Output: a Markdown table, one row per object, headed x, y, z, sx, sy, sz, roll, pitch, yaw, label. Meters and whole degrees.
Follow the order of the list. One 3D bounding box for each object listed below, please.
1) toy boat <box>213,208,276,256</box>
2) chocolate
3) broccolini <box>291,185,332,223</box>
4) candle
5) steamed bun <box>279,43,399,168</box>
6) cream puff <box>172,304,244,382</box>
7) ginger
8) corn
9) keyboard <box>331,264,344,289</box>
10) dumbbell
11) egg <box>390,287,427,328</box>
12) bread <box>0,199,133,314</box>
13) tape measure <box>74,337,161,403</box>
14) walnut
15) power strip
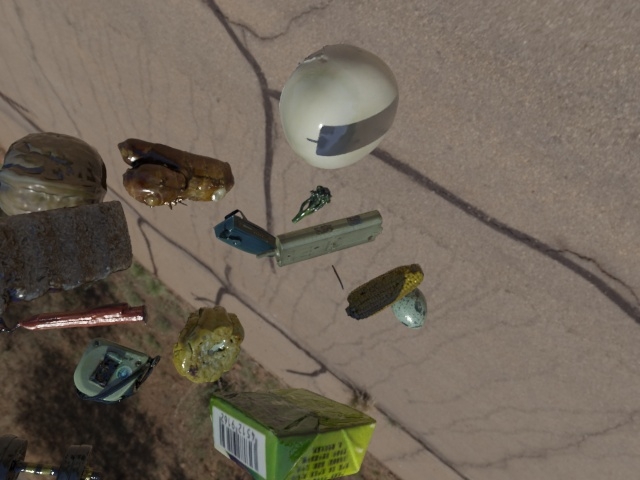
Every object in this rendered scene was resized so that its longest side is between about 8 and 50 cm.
| x | y | z | sx | sy | sz | roll | pitch | yaw | label |
| --- | --- | --- | --- | --- | --- | --- | --- | --- | --- |
| -0.208 | -0.011 | 1.359 | 0.093 | 0.103 | 0.246 | -27 | 143 | 30 | toy boat |
| -0.075 | 0.453 | 1.062 | 0.289 | 0.137 | 0.301 | 11 | 174 | -39 | chocolate |
| -0.036 | -0.134 | 1.803 | 0.091 | 0.202 | 0.068 | 38 | -170 | -20 | broccolini |
| -0.277 | 0.086 | 0.490 | 0.021 | 0.167 | 0.026 | -131 | 37 | -78 | candle |
| 0.059 | -0.322 | 1.139 | 0.206 | 0.324 | 0.324 | 49 | 154 | 23 | steamed bun |
| -0.508 | 0.433 | 1.954 | 0.257 | 0.291 | 0.324 | 31 | 109 | 47 | cream puff |
| -0.491 | -0.204 | 1.577 | 0.176 | 0.418 | 0.254 | -34 | 58 | 40 | ginger |
| 0.181 | 0.147 | 1.303 | 0.262 | 0.097 | 0.097 | -33 | 106 | 16 | corn |
| 0.079 | 0.166 | 2.043 | 0.155 | 0.010 | 0.053 | -116 | 4 | -61 | keyboard |
| -0.938 | 0.762 | 1.495 | 0.388 | 0.185 | 0.185 | 16 | 154 | -14 | dumbbell |
| 0.334 | 0.248 | 1.680 | 0.132 | 0.132 | 0.172 | -47 | 59 | 60 | egg |
| -0.520 | 0.025 | 0.839 | 0.113 | 0.416 | 0.165 | -3 | 100 | 15 | bread |
| -0.692 | 0.450 | 1.512 | 0.235 | 0.207 | 0.115 | 20 | 156 | -2 | tape measure |
| -0.643 | -0.138 | 1.095 | 0.248 | 0.248 | 0.248 | 30 | 148 | 21 | walnut |
| 0.000 | 0.000 | 0.907 | 0.092 | 0.268 | 0.034 | 103 | 148 | -60 | power strip |
